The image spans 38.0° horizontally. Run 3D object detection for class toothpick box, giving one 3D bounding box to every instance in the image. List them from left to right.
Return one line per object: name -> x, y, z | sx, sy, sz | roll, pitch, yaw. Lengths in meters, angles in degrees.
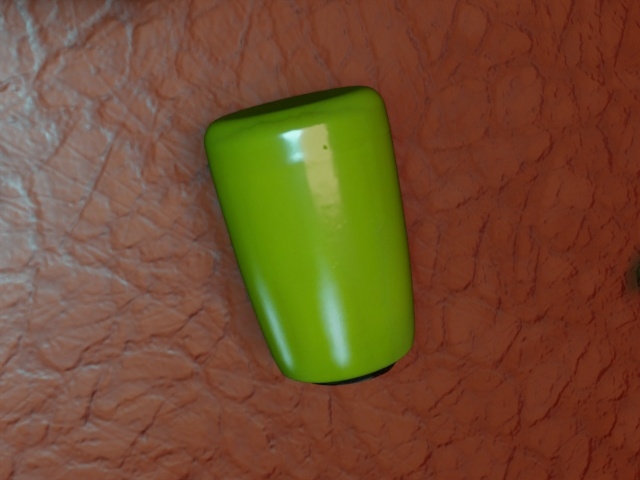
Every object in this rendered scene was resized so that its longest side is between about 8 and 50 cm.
toothpick box -> 0.000, 0.000, 0.897 | 0.175, 0.175, 0.271 | -17, 104, -19

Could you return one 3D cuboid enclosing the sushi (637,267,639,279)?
sushi -> 0.428, 0.037, 1.123 | 0.118, 0.061, 0.060 | -33, 79, -8
